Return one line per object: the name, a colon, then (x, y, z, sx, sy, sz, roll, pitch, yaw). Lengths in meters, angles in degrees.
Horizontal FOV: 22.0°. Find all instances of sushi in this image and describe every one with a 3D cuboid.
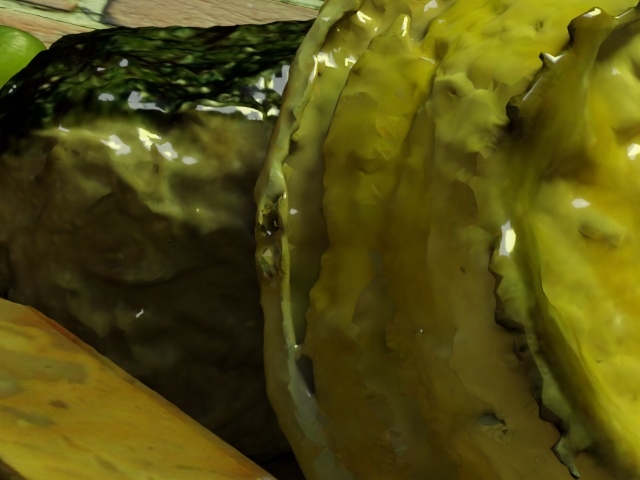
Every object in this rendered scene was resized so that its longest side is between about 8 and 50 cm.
sushi: (0.000, 0.000, 0.770, 0.350, 0.211, 0.171, 5, 27, -6)

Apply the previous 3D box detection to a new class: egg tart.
egg tart: (0.143, 0.010, 0.638, 0.345, 0.345, 0.132, 8, -9, -13)

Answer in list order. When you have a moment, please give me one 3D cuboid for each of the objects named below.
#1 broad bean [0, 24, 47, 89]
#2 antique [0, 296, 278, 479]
broad bean: (-0.257, -0.079, 1.013, 0.098, 0.056, 0.318, 23, 28, 7)
antique: (-0.155, 0.068, 0.653, 0.310, 0.087, 0.093, 29, 24, 36)
